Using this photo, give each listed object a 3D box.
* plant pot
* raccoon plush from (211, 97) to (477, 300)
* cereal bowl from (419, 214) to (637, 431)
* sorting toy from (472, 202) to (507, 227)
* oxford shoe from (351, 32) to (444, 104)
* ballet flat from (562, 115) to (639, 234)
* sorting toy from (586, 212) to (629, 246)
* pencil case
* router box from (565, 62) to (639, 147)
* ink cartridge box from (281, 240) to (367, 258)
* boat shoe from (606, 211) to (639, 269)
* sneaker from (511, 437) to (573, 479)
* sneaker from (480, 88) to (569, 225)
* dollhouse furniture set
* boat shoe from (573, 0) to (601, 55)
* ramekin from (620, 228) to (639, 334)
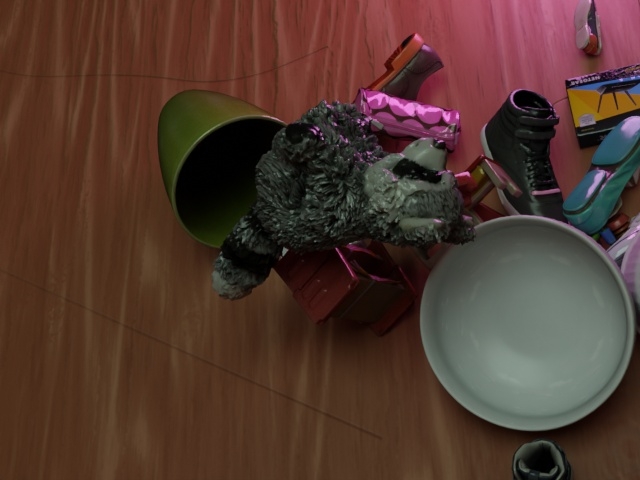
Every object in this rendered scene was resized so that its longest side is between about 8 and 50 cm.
[{"bbox_3d":[-0.204,-0.175,2.060,0.274,0.275,0.293,-37,41,-4],"label":"plant pot"},{"bbox_3d":[0.046,-0.002,1.668,0.299,0.446,0.216,45,42,19],"label":"raccoon plush"},{"bbox_3d":[0.338,0.129,1.712,0.338,0.141,0.339,0,89,22],"label":"cereal bowl"},{"bbox_3d":[0.176,-0.059,1.950,0.365,0.127,0.126,30,98,29],"label":"sorting toy"},{"bbox_3d":[0.131,-0.270,2.080,0.271,0.098,0.097,-49,13,8],"label":"oxford shoe"},{"bbox_3d":[0.504,-0.106,1.856,0.083,0.087,0.247,8,53,52],"label":"ballet flat"},{"bbox_3d":[0.491,-0.004,1.831,0.102,0.061,0.042,-34,98,7],"label":"sorting toy"},{"bbox_3d":[0.162,-0.219,1.991,0.209,0.098,0.095,10,102,-6],"label":"pencil case"},{"bbox_3d":[0.548,-0.250,1.950,0.178,0.046,0.133,-12,58,12],"label":"router box"},{"bbox_3d":[0.000,0.000,1.984,0.150,0.063,0.109,-21,57,7],"label":"ink cartridge box"},{"bbox_3d":[0.559,-0.013,1.799,0.226,0.083,0.076,-26,43,-10],"label":"boat shoe"},{"bbox_3d":[0.316,0.405,1.580,0.086,0.163,0.226,8,65,21],"label":"sneaker"},{"bbox_3d":[0.374,-0.143,1.875,0.104,0.147,0.296,-4,53,-20],"label":"sneaker"},{"bbox_3d":[0.126,-0.020,1.795,0.374,0.201,0.152,-48,56,18],"label":"dollhouse furniture set"},{"bbox_3d":[0.520,-0.416,2.061,0.043,0.049,0.137,19,57,-19],"label":"boat shoe"},{"bbox_3d":[0.604,0.062,1.643,0.272,0.127,0.273,-1,85,13],"label":"ramekin"}]
